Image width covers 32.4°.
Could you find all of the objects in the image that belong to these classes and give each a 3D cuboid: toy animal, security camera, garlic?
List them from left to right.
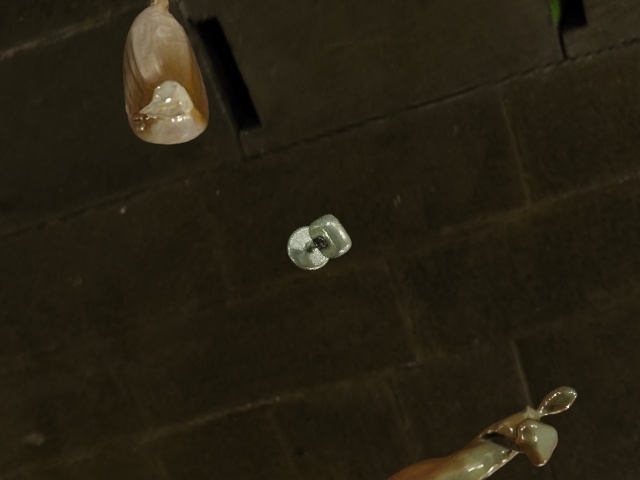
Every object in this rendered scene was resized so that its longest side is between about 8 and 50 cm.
[{"bbox_3d":[-0.167,-0.191,1.168,0.091,0.198,0.128,-3,150,-5],"label":"garlic"},{"bbox_3d":[0.000,0.000,1.276,0.058,0.058,0.092,18,160,-13],"label":"security camera"},{"bbox_3d":[0.042,0.203,0.703,0.158,0.312,0.097,-14,100,42],"label":"toy animal"}]
